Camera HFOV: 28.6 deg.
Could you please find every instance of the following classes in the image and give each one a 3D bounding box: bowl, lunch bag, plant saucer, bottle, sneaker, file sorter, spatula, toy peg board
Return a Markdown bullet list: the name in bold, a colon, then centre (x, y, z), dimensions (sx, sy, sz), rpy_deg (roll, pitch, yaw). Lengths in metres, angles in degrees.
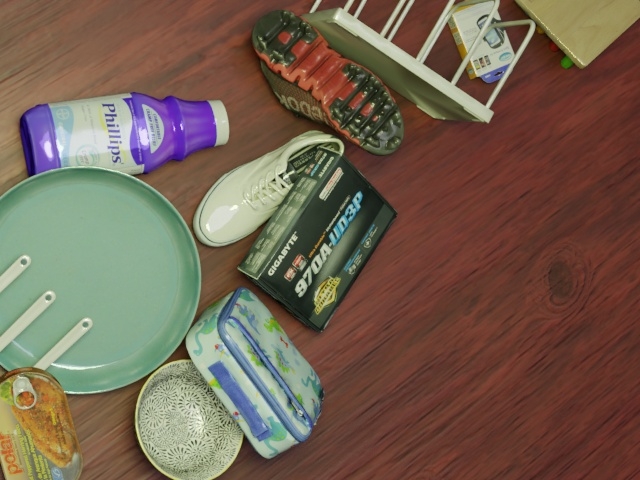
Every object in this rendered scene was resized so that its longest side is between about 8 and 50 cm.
- **bowl**: centre (-0.199, 0.256, 1.756), dimensions (0.170, 0.080, 0.170), rpy_deg (11, 71, -33)
- **lunch bag**: centre (-0.089, 0.185, 1.759), dimensions (0.090, 0.176, 0.219), rpy_deg (-32, 99, 19)
- **plant saucer**: centre (-0.323, 0.052, 1.713), dimensions (0.318, 0.044, 0.317), rpy_deg (-2, 102, -11)
- **bottle**: centre (-0.271, -0.147, 1.759), dimensions (0.283, 0.092, 0.118), rpy_deg (-10, 90, -21)
- **sneaker**: centre (0.013, -0.214, 1.830), dimensions (0.276, 0.135, 0.097), rpy_deg (42, 73, 12)
- **file sorter**: centre (0.142, -0.319, 1.856), dimensions (0.278, 0.193, 0.173), rpy_deg (31, 87, -19)
- **spatula**: centre (-0.433, 0.148, 1.682), dimensions (0.242, 0.019, 0.168), rpy_deg (-44, 106, -4)
- **toy peg board**: centre (0.414, -0.372, 2.058), dimensions (0.161, 0.079, 0.160), rpy_deg (-42, 85, -19)
- **sneaker**: centre (-0.075, -0.084, 1.830), dimensions (0.258, 0.091, 0.094), rpy_deg (-40, 100, -19)

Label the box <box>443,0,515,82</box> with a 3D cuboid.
- **box**: centre (0.258, -0.321, 2.010), dimensions (0.081, 0.028, 0.136), rpy_deg (-24, 97, -21)

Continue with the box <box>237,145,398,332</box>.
- **box**: centre (0.000, 0.000, 1.826), dimensions (0.220, 0.051, 0.175), rpy_deg (-56, 136, -10)

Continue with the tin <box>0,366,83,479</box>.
- **tin**: centre (-0.386, 0.260, 1.692), dimensions (0.106, 0.040, 0.189), rpy_deg (-16, 109, -19)
